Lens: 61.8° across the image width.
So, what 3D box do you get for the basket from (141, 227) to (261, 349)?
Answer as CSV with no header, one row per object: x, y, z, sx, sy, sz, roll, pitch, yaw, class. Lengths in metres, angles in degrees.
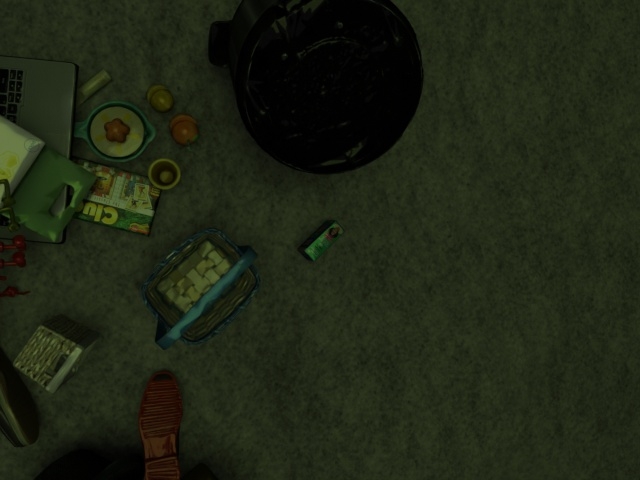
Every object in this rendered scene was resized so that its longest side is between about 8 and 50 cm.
-0.255,0.104,1.141,0.255,0.289,0.201,-45,109,-12,basket

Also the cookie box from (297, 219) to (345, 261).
0.000,0.000,1.310,0.107,0.092,0.040,-45,101,-9,cookie box

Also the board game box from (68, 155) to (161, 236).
-0.498,-0.105,1.197,0.260,0.030,0.136,15,91,-16,board game box

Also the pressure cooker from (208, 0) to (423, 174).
-0.007,-0.376,1.134,0.376,0.420,0.370,-37,124,11,pressure cooker

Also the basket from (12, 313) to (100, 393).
-0.555,0.233,1.134,0.103,0.167,0.113,34,84,-9,basket

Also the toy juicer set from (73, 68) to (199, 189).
-0.422,-0.268,1.163,0.329,0.089,0.209,29,84,-9,toy juicer set

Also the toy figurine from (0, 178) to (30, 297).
-0.654,0.080,0.977,0.191,0.217,0.362,1,136,-24,toy figurine

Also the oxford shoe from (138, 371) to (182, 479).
-0.371,0.444,1.239,0.097,0.098,0.271,2,74,-16,oxford shoe

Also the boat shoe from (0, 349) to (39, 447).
-0.699,0.317,1.133,0.092,0.103,0.285,-27,97,-7,boat shoe

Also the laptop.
-0.722,-0.194,1.012,0.408,0.236,0.381,5,93,-1,laptop

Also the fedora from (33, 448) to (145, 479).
-0.538,0.575,1.142,0.153,0.334,0.334,31,84,18,fedora

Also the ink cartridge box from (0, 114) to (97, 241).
-0.589,-0.123,1.054,0.235,0.056,0.171,34,78,-26,ink cartridge box

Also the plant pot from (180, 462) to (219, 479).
-0.281,0.644,1.222,0.212,0.187,0.212,-38,102,-11,plant pot
